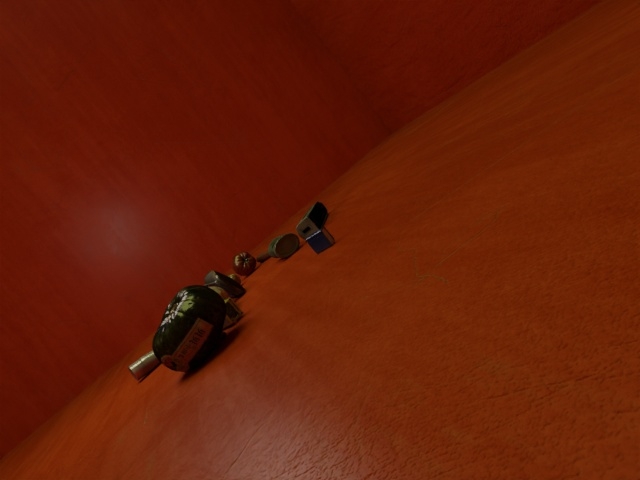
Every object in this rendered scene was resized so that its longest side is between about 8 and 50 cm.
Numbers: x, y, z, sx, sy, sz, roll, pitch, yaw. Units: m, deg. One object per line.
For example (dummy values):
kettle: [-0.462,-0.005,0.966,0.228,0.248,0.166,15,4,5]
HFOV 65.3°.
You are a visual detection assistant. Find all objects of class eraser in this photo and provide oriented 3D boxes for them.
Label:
eraser: [0.000,0.000,1.610,0.084,0.063,0.027,-31,10,45]

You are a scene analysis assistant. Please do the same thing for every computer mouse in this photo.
computer mouse: [-0.415,0.190,2.149,0.072,0.158,0.310,-62,15,-18]

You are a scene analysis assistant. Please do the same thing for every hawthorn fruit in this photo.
hawthorn fruit: [-0.389,0.128,2.528,0.125,0.125,0.140,-60,-11,-69]

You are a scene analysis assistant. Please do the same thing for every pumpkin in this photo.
pumpkin: [-0.360,0.253,1.452,0.260,0.189,0.260,-45,26,28]

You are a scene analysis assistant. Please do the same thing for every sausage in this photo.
sausage: [-0.275,0.073,2.561,0.176,0.040,0.047,-31,5,46]

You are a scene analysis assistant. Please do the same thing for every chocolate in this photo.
chocolate: [-0.419,0.242,1.934,0.134,0.134,0.309,-41,8,-16]

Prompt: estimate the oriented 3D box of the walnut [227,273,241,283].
walnut: [-0.417,0.202,2.350,0.096,0.082,0.079,-40,-20,4]

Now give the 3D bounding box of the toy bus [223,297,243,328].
toy bus: [-0.343,0.256,1.668,0.226,0.081,0.074,-30,11,49]

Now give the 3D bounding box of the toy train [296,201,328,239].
toy train: [-0.032,-0.094,2.246,0.088,0.086,0.407,-43,6,15]

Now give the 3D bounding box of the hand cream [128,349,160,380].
hand cream: [-0.624,0.445,2.030,0.312,0.070,0.111,-34,3,-32]

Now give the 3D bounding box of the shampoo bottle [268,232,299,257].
shampoo bottle: [-0.165,0.025,2.151,0.118,0.087,0.234,-43,8,-12]
